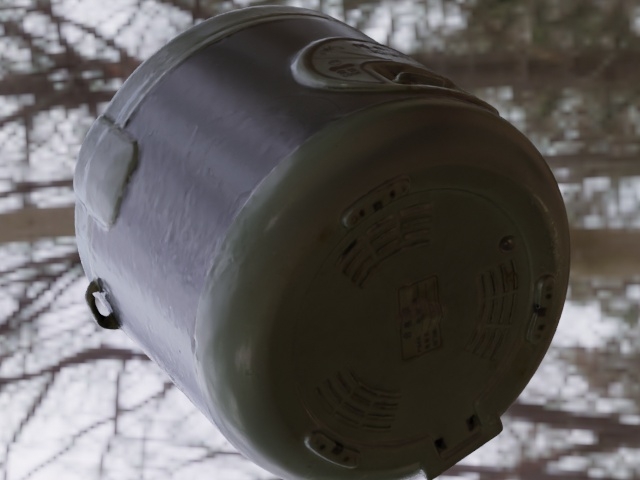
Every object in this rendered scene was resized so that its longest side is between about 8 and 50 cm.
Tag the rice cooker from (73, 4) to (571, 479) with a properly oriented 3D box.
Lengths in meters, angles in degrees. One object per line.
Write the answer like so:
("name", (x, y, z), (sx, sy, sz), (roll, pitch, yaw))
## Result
("rice cooker", (-0.001, -0.003, 1.252), (0.288, 0.277, 0.288), (-13, -61, -25))
